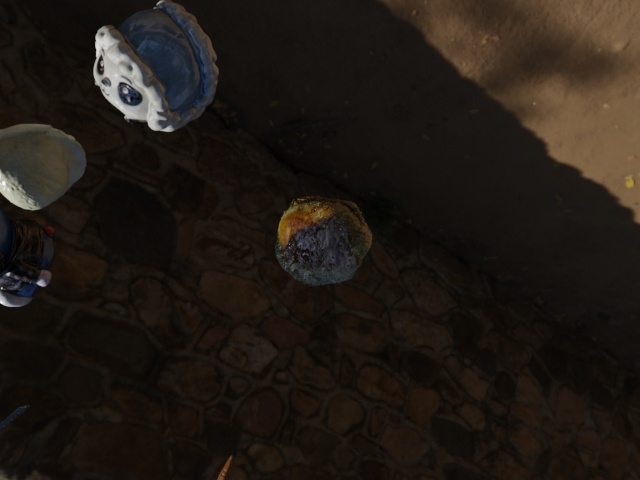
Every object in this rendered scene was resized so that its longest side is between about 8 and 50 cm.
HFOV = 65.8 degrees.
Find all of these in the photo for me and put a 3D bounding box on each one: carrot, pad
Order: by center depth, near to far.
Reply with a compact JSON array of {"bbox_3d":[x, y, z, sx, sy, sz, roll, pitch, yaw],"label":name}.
[{"bbox_3d":[-0.909,0.542,1.320,0.012,0.269,0.269,53,143,-9],"label":"pad"},{"bbox_3d":[-0.286,0.698,1.383,0.048,0.216,0.048,23,-177,-1],"label":"carrot"}]

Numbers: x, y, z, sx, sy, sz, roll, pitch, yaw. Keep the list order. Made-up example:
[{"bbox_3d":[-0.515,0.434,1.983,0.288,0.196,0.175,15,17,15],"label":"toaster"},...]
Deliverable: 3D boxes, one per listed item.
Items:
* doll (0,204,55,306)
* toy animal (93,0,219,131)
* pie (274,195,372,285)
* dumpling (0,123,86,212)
[{"bbox_3d":[-0.775,0.008,1.105,0.284,0.240,0.310,38,-172,32],"label":"doll"},{"bbox_3d":[-0.304,-0.324,0.896,0.208,0.204,0.156,50,155,10],"label":"toy animal"},{"bbox_3d":[0.000,0.000,0.884,0.193,0.163,0.079,0,-179,28],"label":"pie"},{"bbox_3d":[-0.538,-0.144,0.949,0.126,0.166,0.216,30,152,37],"label":"dumpling"}]
